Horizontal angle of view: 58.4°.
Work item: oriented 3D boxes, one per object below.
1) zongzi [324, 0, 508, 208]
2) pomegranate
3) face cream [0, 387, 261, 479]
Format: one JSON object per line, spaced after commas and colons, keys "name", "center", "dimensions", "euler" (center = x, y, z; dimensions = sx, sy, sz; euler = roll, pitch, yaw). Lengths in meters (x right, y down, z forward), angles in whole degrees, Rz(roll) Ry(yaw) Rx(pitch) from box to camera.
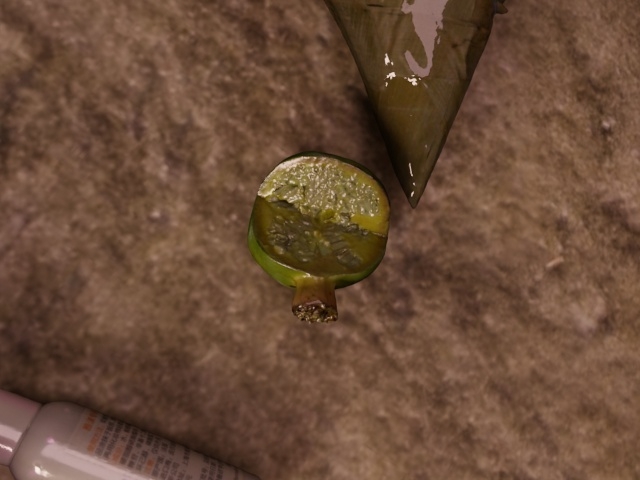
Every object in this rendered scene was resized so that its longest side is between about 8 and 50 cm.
{"name": "zongzi", "center": [0.027, -0.280, 0.609], "dimensions": [0.356, 0.174, 0.392], "euler": [24, 84, -9]}
{"name": "pomegranate", "center": [-0.003, 0.000, 0.585], "dimensions": [0.143, 0.122, 0.169], "euler": [4, 82, -13]}
{"name": "face cream", "center": [-0.187, 0.211, 0.528], "dimensions": [0.269, 0.082, 0.081], "euler": [27, 77, -12]}
